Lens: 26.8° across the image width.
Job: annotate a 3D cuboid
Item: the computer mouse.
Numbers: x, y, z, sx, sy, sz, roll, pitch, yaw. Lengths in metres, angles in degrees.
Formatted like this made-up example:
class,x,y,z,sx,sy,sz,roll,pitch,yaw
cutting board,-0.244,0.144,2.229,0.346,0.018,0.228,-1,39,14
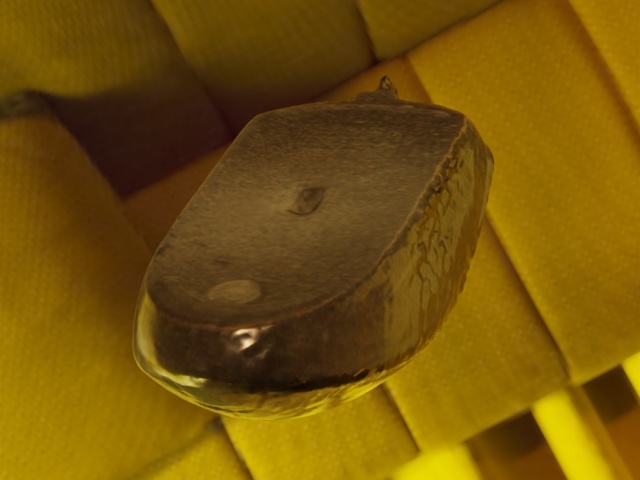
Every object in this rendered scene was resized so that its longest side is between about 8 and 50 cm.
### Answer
class,x,y,z,sx,sy,sz,roll,pitch,yaw
computer mouse,0.000,0.006,0.520,0.113,0.068,0.229,4,-151,18
